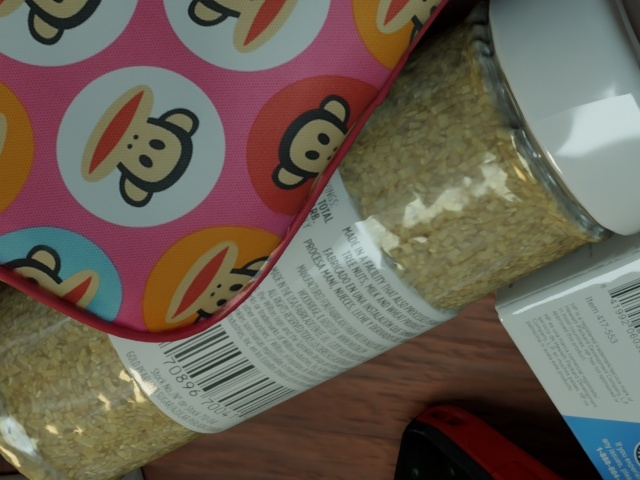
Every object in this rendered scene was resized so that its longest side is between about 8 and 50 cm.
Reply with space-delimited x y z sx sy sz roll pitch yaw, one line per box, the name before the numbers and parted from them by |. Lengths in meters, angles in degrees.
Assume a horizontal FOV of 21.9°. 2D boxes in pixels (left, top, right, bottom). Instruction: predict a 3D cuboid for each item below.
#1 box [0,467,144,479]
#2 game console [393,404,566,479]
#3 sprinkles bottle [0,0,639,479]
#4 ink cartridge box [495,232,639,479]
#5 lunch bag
box | -0.181 0.203 0.904 0.171 0.130 0.091 -7 121 14
game console | 0.121 0.320 0.813 0.060 0.342 0.386 -4 115 -32
sprinkles bottle | 0.000 0.000 0.755 0.355 0.121 0.121 -28 113 24
ink cartridge box | 0.197 0.029 0.764 0.191 0.082 0.139 -25 115 21
lunch bag | -0.081 -0.129 0.613 0.258 0.120 0.293 31 98 -32
